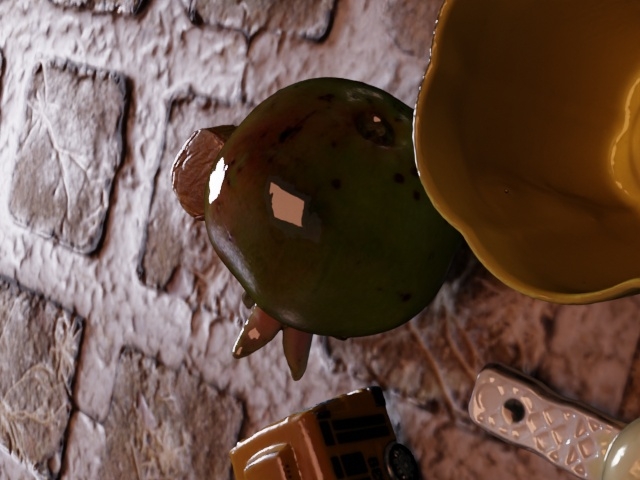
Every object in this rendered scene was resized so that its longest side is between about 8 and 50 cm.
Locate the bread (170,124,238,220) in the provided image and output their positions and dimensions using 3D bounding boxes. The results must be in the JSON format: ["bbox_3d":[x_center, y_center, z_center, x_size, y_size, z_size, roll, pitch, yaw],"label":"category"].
[{"bbox_3d":[-0.083,-0.056,0.792,0.085,0.053,0.085,6,101,33],"label":"bread"}]

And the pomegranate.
[{"bbox_3d":[0.000,0.000,0.648,0.181,0.181,0.224,54,135,29],"label":"pomegranate"}]

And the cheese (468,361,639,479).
[{"bbox_3d":[0.187,0.138,0.549,0.235,0.049,0.127,22,105,41],"label":"cheese"}]

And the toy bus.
[{"bbox_3d":[0.014,0.212,0.651,0.098,0.114,0.201,-32,67,34],"label":"toy bus"}]

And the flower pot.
[{"bbox_3d":[0.174,-0.063,0.486,0.195,0.179,0.195,-2,86,39],"label":"flower pot"}]
